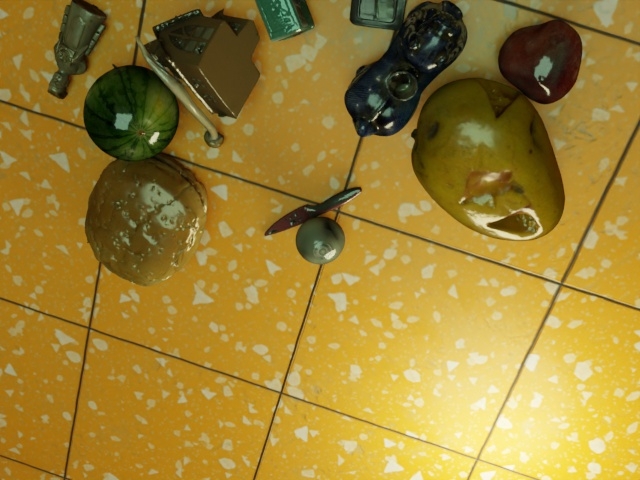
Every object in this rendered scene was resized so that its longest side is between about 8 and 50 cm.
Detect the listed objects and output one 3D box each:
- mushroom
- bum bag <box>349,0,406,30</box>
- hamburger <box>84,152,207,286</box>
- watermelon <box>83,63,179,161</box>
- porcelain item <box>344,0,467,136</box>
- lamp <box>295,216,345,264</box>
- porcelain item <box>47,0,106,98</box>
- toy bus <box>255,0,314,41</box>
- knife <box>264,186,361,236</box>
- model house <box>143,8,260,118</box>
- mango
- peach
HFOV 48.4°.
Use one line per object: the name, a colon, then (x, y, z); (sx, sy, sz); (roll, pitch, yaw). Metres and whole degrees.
mushroom: (-0.264, -0.274, 1.384); (0.068, 0.043, 0.306); (16, 158, 29)
bum bag: (0.114, -0.481, 1.340); (0.109, 0.026, 0.159); (10, 119, 6)
hamburger: (-0.381, -0.044, 1.540); (0.259, 0.144, 0.283); (25, 116, -1)
watermelon: (-0.379, -0.258, 1.429); (0.188, 0.215, 0.188); (-11, 124, -17)
porcelain item: (0.158, -0.305, 1.309); (0.138, 0.186, 0.288); (37, 117, -11)
lamp: (0.000, 0.000, 1.511); (0.105, 0.105, 0.105); (4, 113, 8)
porcelain item: (-0.516, -0.387, 1.470); (0.084, 0.054, 0.213); (32, 115, -2)
toy bus: (-0.095, -0.505, 1.321); (0.091, 0.109, 0.262); (-17, 107, 22)
knife: (-0.021, -0.063, 1.536); (0.247, 0.018, 0.035); (-24, 109, 19)
model house: (-0.256, -0.375, 1.397); (0.248, 0.181, 0.176); (20, 74, 29)
mango: (0.327, -0.143, 1.359); (0.253, 0.182, 0.365); (-34, 114, 30)
peach: (0.396, -0.318, 1.289); (0.152, 0.152, 0.152); (4, 113, 8)
